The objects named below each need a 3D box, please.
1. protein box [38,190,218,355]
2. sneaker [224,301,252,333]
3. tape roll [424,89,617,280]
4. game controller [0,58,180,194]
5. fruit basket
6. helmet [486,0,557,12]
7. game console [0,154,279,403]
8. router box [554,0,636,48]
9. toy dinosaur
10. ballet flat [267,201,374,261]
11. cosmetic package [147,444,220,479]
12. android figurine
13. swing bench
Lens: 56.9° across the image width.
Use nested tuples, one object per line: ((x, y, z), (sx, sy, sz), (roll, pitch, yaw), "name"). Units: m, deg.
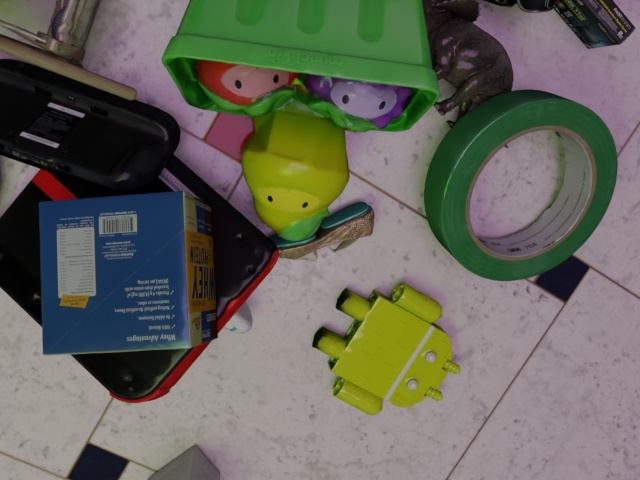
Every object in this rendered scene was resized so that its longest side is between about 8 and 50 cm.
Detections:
((-0.259, 0.047, 0.817), (0.199, 0.136, 0.201), (-4, 86, 5), "protein box")
((-0.233, 0.099, 0.996), (0.240, 0.091, 0.126), (40, 105, -2), "sneaker")
((0.337, -0.087, 0.997), (0.321, 0.077, 0.321), (-7, 118, -14), "tape roll")
((-0.372, -0.167, 0.850), (0.319, 0.067, 0.167), (19, 59, 1), "game controller")
((-0.032, -0.183, 0.873), (0.391, 0.283, 0.392), (0, 87, -3), "fruit basket")
((0.316, -0.446, 0.904), (0.169, 0.169, 0.162), (1, 121, -9), "helmet")
((-0.307, 0.023, 0.921), (0.386, 0.060, 0.342), (41, 90, 6), "game console")
((0.446, -0.375, 0.977), (0.122, 0.092, 0.038), (40, 94, -14), "router box")
((0.241, -0.277, 0.957), (0.160, 0.121, 0.313), (-39, 102, 16), "toy dinosaur")
((0.000, 0.000, 1.014), (0.206, 0.073, 0.067), (-19, 119, 0), "ballet flat")
((-0.240, 0.463, 0.998), (0.117, 0.231, 0.085), (-36, 105, 2), "cosmetic package")
((0.129, 0.205, 1.086), (0.272, 0.056, 0.248), (32, 96, -12), "android figurine")
((-0.345, -0.355, 0.764), (0.254, 0.165, 0.253), (10, 105, -57), "swing bench")
